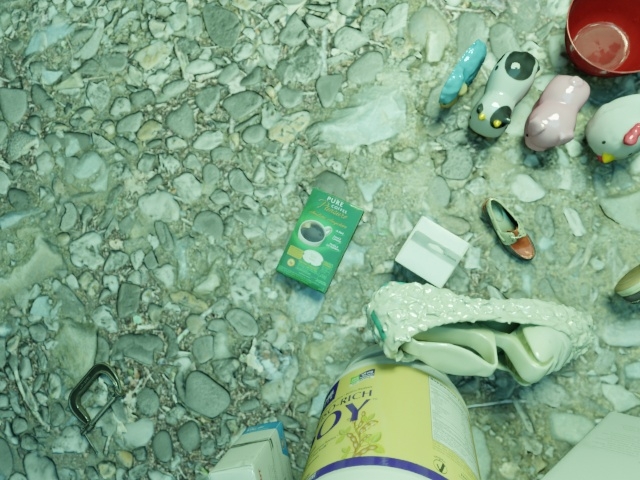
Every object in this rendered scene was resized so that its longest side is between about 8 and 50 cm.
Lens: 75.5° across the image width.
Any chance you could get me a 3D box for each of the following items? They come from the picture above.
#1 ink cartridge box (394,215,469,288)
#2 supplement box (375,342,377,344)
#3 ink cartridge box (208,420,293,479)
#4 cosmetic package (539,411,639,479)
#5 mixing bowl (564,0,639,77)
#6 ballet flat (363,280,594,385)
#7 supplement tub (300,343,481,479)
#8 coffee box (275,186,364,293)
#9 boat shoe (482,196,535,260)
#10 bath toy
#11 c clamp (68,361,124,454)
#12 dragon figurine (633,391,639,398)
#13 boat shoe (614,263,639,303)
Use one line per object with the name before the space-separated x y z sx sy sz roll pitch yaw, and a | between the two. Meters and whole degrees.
ink cartridge box | 0.190 0.022 0.728 0.092 0.143 0.089 32 93 11
supplement box | 0.128 0.208 0.779 0.055 0.043 0.083 11 90 10
ink cartridge box | -0.113 0.429 0.735 0.082 0.191 0.139 -13 84 9
cosmetic package | 0.401 0.401 0.517 0.162 0.454 0.229 -6 84 47
mixing bowl | 0.505 -0.356 0.716 0.182 0.098 0.181 -1 86 9
ballet flat | 0.267 0.165 0.653 0.410 0.147 0.146 9 88 -9
supplement tub | 0.105 0.323 0.606 0.241 0.331 0.240 3 107 11
coffee box | 0.000 0.000 0.815 0.113 0.040 0.184 24 92 10
boat shoe | 0.346 -0.021 0.754 0.049 0.043 0.137 -34 83 5
bath toy | 0.389 -0.225 0.716 0.349 0.129 0.151 24 125 11
c clamp | -0.479 0.351 0.893 0.137 0.022 0.160 37 95 15
dragon figurine | 0.664 0.203 0.661 0.289 0.144 0.085 -37 79 24
boat shoe | 0.634 0.034 0.672 0.285 0.103 0.092 -30 77 1
